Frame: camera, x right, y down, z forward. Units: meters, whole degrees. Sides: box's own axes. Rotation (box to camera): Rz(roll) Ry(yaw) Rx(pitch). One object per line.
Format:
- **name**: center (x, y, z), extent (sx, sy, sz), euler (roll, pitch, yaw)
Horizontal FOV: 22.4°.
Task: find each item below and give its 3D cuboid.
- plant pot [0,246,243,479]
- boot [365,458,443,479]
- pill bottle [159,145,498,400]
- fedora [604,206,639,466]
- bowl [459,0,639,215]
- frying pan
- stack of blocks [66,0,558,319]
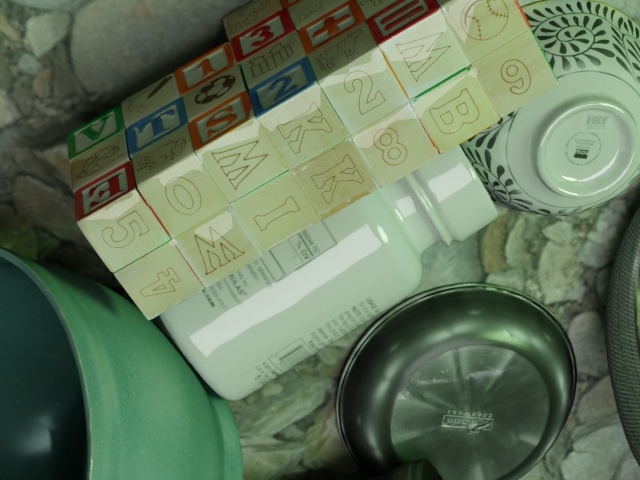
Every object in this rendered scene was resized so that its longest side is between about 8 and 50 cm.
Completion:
- **plant pot**: center (-0.179, 0.158, 1.103), extent (0.196, 0.293, 0.293), euler (12, 117, -48)
- **boot**: center (0.014, 0.284, 1.285), extent (0.229, 0.091, 0.263), euler (-16, 115, 17)
- **pill bottle**: center (0.000, 0.000, 1.119), extent (0.229, 0.131, 0.131), euler (-32, 119, 4)
- **fedora**: center (0.336, 0.065, 1.187), extent (0.124, 0.244, 0.275), euler (1, 75, -42)
- **bowl**: center (0.178, -0.079, 1.147), extent (0.170, 0.080, 0.170), euler (-6, 119, -10)
- **frying pan**: center (0.075, 0.178, 1.281), extent (0.197, 0.053, 0.326), euler (30, 105, -23)
- **stack of blocks**: center (-0.015, -0.092, 1.045), extent (0.297, 0.171, 0.087), euler (-30, 119, 5)
